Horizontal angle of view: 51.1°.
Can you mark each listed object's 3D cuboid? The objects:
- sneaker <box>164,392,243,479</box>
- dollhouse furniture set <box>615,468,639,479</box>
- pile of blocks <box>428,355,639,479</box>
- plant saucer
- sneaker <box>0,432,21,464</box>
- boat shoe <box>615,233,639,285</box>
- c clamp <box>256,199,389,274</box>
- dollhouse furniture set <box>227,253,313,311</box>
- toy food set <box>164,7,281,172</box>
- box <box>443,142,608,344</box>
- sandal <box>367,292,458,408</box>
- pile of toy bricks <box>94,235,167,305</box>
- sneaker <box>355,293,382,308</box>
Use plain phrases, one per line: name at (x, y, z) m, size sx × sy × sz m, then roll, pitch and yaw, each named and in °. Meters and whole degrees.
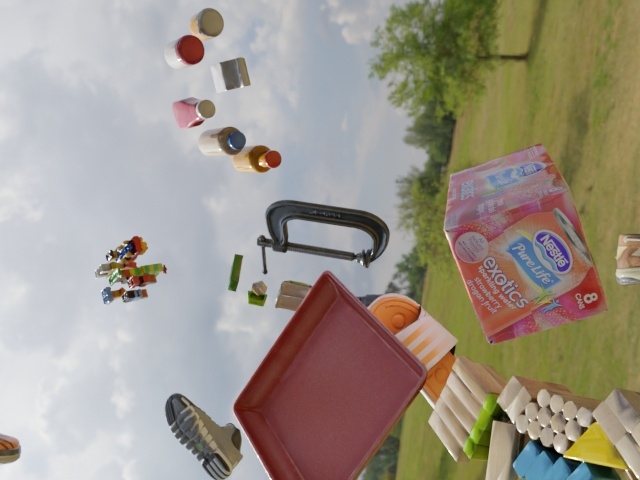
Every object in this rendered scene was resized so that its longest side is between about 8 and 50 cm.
sneaker at (-0.265, 0.445, 1.582) m, size 0.229 × 0.086 × 0.132 m, roll 54°, pitch -155°, yaw 6°
dollhouse furniture set at (0.703, 0.436, 1.317) m, size 0.259 × 0.135 × 0.262 m, roll 57°, pitch 163°, yaw -10°
pile of blocks at (0.274, 0.231, 0.768) m, size 0.362 × 0.112 × 0.149 m, roll -6°, pitch 71°, yaw 66°
plant saucer at (0.010, 0.207, 0.894) m, size 0.047 × 0.259 × 0.258 m, roll 28°, pitch -81°, yaw -37°
sneaker at (-0.629, 0.298, 1.159) m, size 0.321 × 0.124 × 0.180 m, roll 57°, pitch -152°, yaw -67°
boat shoe at (0.695, 0.010, 1.234) m, size 0.122 × 0.324 × 0.120 m, roll 0°, pitch -99°, yaw -40°
c clamp at (0.000, 0.000, 0.757) m, size 0.137 × 0.160 × 0.022 m, roll 80°, pitch -160°, yaw -50°
dollhouse furniture set at (-0.085, 0.075, 1.178) m, size 0.076 × 0.151 × 0.059 m, roll 110°, pitch 169°, yaw -45°
toy food set at (-0.134, -0.197, 0.906) m, size 0.111 × 0.104 × 0.232 m, roll -19°, pitch -75°, yaw -29°
box at (0.254, -0.011, 0.864) m, size 0.300 × 0.142 × 0.154 m, roll -54°, pitch -56°, yaw -69°
sandal at (0.179, 0.185, 1.028) m, size 0.102 × 0.265 × 0.076 m, roll -44°, pitch 7°, yaw -19°
pile of toy bricks at (-0.359, 0.065, 1.327) m, size 0.105 × 0.212 × 0.118 m, roll -8°, pitch -106°, yaw -37°
sneaker at (0.092, 0.188, 1.347) m, size 0.226 × 0.163 × 0.086 m, roll 82°, pitch -173°, yaw -48°
